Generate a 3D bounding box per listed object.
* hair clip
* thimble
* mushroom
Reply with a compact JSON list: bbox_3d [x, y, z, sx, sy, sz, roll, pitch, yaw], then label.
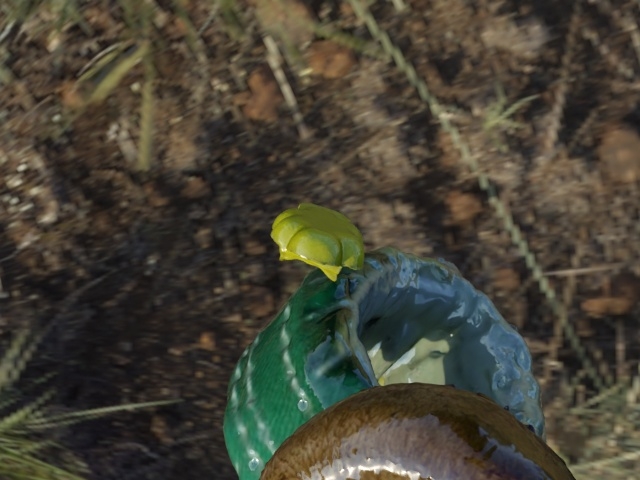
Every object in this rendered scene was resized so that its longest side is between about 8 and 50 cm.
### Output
[{"bbox_3d":[0.000,0.000,1.334,0.072,0.173,0.046,17,94,1],"label":"hair clip"},{"bbox_3d":[0.057,0.138,1.487,0.254,0.167,0.288,34,33,-14],"label":"thimble"},{"bbox_3d":[0.032,0.105,0.543,0.085,0.109,0.126,-3,122,-44],"label":"mushroom"}]
